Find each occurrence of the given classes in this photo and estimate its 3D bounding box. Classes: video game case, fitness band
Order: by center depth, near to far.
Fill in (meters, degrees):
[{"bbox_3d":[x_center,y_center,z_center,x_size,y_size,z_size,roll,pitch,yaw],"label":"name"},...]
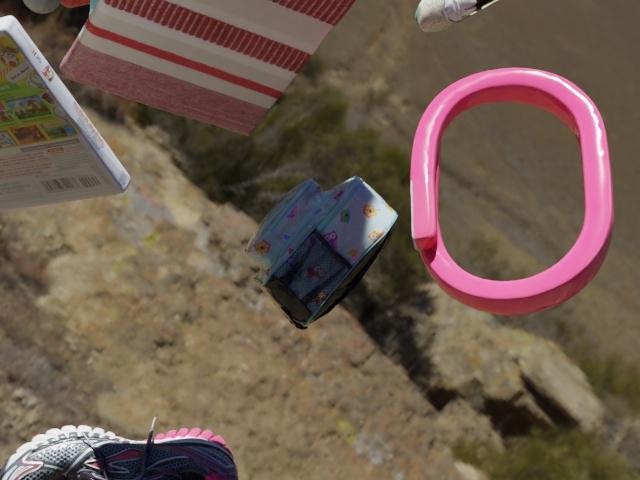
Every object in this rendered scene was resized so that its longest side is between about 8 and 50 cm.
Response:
[{"bbox_3d":[-0.325,-0.110,1.135,0.206,0.226,0.026,59,37,-39],"label":"video game case"},{"bbox_3d":[0.201,-0.057,1.248,0.054,0.208,0.291,72,19,-57],"label":"fitness band"}]

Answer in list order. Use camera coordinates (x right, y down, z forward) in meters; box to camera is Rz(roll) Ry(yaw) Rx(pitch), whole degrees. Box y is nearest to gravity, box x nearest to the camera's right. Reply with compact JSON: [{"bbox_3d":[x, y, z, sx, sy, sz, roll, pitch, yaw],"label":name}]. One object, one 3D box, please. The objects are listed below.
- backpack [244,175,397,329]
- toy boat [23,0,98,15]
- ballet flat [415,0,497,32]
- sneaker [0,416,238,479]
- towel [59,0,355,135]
[{"bbox_3d":[0.000,0.000,1.471,0.144,0.188,0.166,50,-5,-2],"label":"backpack"},{"bbox_3d":[-0.357,-0.386,1.939,0.148,0.268,0.318,-15,27,-39],"label":"toy boat"},{"bbox_3d":[0.195,-0.320,1.537,0.168,0.052,0.057,-33,110,-27],"label":"ballet flat"},{"bbox_3d":[-0.250,0.296,1.466,0.299,0.121,0.112,-5,17,-10],"label":"sneaker"},{"bbox_3d":[-0.108,-0.246,1.249,0.237,0.329,0.037,16,52,-26],"label":"towel"}]
